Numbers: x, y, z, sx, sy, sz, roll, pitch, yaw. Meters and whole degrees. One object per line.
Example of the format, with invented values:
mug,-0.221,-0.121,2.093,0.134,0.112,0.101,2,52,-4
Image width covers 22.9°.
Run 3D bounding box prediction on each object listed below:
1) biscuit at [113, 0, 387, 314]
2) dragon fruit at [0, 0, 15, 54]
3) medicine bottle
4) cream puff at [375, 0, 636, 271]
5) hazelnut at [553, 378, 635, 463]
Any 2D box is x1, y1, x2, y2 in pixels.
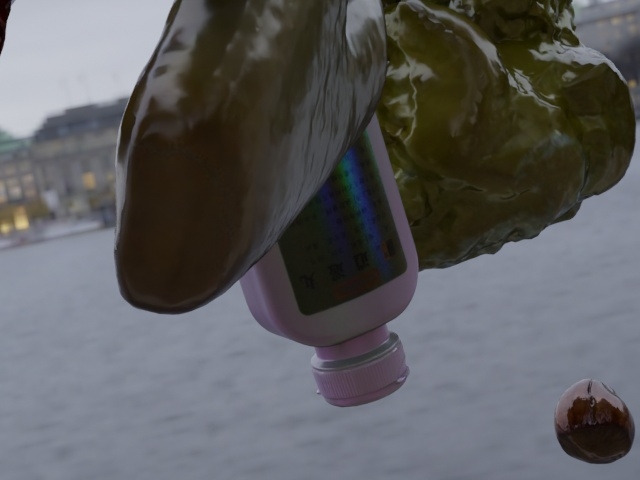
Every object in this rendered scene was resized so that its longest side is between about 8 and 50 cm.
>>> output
biscuit,-0.012,-0.119,0.644,0.062,0.236,0.290,11,20,12
dragon fruit,-0.302,-0.170,0.794,0.302,0.295,0.295,12,5,6
medicine bottle,0.000,0.000,1.042,0.115,0.219,0.078,-24,16,-24
cream puff,0.059,-0.154,1.293,0.378,0.275,0.378,-9,32,6
hazelnut,0.267,0.176,1.530,0.086,0.086,0.086,-12,2,0
